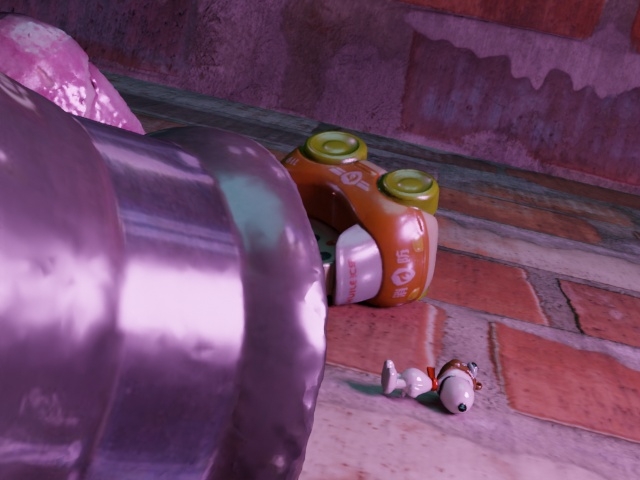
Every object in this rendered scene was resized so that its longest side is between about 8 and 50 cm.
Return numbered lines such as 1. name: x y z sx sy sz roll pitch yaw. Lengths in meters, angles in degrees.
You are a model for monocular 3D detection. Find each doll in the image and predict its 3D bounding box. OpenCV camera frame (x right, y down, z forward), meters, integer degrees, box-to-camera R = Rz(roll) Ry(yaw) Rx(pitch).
1. doll: 0.093 0.120 0.907 0.085 0.040 0.058 15 22 7

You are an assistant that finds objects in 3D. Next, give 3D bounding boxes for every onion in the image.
1. onion: -0.295 -0.074 1.147 0.349 0.159 0.267 44 -27 -21

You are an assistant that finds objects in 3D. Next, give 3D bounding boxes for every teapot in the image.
1. teapot: -0.176 0.055 0.432 0.362 0.305 0.376 11 38 -42

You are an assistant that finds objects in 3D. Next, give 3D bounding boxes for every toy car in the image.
1. toy car: 0.000 0.000 1.170 0.235 0.145 0.235 1 34 -1
